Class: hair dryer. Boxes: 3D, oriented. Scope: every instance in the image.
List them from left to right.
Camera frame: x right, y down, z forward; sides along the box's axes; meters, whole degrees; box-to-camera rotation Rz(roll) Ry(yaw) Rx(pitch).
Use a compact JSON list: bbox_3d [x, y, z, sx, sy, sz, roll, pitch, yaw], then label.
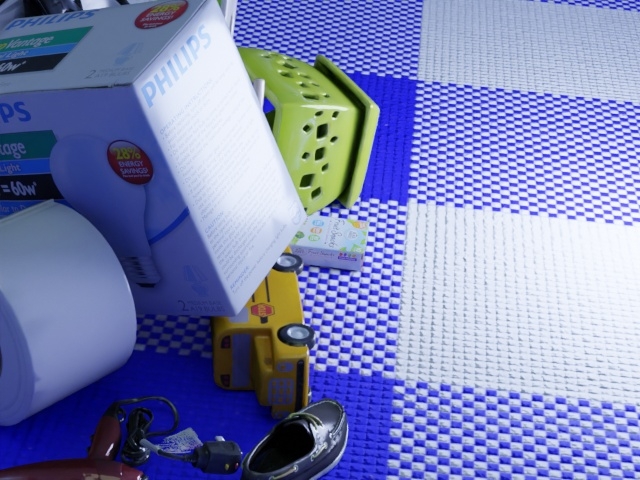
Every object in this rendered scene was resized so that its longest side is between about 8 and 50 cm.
[{"bbox_3d":[-0.261,0.273,1.689,0.294,0.080,0.224,-10,17,-35],"label":"hair dryer"}]

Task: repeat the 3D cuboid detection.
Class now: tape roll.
[{"bbox_3d":[-0.375,0.091,1.793,0.246,0.246,0.169,27,38,33],"label":"tape roll"}]

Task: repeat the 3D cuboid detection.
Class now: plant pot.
[{"bbox_3d":[-0.039,-0.174,2.311,0.207,0.228,0.227,-5,34,-29],"label":"plant pot"}]

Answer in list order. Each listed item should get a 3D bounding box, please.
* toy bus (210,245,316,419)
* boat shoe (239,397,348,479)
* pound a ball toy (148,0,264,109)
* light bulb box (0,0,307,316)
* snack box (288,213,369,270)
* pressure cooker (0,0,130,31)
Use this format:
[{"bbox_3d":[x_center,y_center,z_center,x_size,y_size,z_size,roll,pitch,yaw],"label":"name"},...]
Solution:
[{"bbox_3d":[-0.084,0.105,1.939,0.130,0.108,0.332,0,31,-7],"label":"toy bus"},{"bbox_3d":[-0.027,0.253,1.738,0.081,0.068,0.228,18,33,20],"label":"boat shoe"},{"bbox_3d":[-0.171,-0.228,2.198,0.208,0.319,0.136,6,0,3],"label":"pound a ball toy"},{"bbox_3d":[-0.266,-0.106,1.902,0.358,0.361,0.225,-1,37,32],"label":"light bulb box"},{"bbox_3d":[0.000,0.000,2.197,0.141,0.037,0.100,8,32,4],"label":"snack box"},{"bbox_3d":[-0.474,-0.277,2.219,0.420,0.375,0.370,23,-10,44],"label":"pressure cooker"}]
